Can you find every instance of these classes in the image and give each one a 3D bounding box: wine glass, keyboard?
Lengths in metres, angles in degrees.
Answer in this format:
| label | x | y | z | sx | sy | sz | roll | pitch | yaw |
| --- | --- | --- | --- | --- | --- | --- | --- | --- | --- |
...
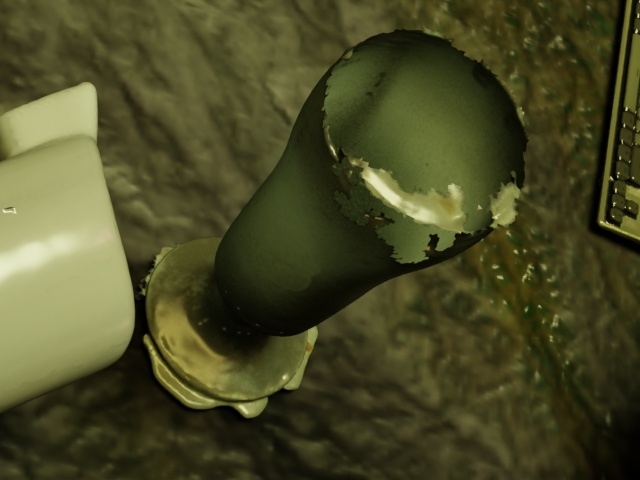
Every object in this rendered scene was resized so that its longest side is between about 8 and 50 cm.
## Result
| label | x | y | z | sx | sy | sz | roll | pitch | yaw |
| --- | --- | --- | --- | --- | --- | --- | --- | --- | --- |
| wine glass | 0.000 | 0.000 | 0.572 | 0.072 | 0.155 | 0.072 | 13 | 60 | -23 |
| keyboard | 0.147 | -0.052 | 0.764 | 0.049 | 0.015 | 0.129 | 24 | 57 | -17 |

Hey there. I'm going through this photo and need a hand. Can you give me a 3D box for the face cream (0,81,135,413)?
| label | x | y | z | sx | sy | sz | roll | pitch | yaw |
| --- | --- | --- | --- | --- | --- | --- | --- | --- | --- |
| face cream | -0.189 | 0.053 | 0.448 | 0.369 | 0.145 | 0.145 | -23 | 79 | -33 |
